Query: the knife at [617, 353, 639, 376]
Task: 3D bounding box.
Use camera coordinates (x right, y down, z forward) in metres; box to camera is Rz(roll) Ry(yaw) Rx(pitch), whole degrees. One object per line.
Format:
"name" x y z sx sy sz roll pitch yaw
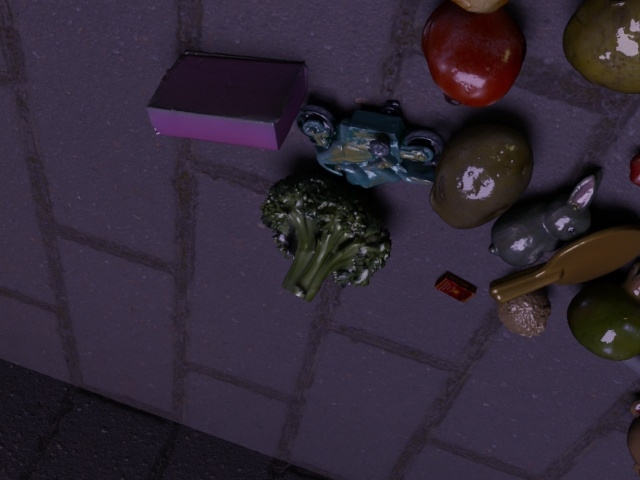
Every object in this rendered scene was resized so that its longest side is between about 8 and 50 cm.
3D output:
"knife" 0.705 0.271 1.937 0.266 0.040 0.073 30 154 -12

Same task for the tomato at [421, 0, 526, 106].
"tomato" 0.242 -0.301 1.337 0.187 0.187 0.151 40 128 -23

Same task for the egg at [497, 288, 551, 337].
"egg" 0.445 0.148 1.846 0.116 0.118 0.140 -12 143 14

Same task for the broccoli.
"broccoli" 0.008 -0.012 1.786 0.288 0.235 0.259 29 109 5

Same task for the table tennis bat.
"table tennis bat" 0.484 0.051 1.646 0.321 0.050 0.198 -21 152 8

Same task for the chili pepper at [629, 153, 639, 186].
"chili pepper" 0.604 -0.122 1.468 0.123 0.070 0.073 0 155 24

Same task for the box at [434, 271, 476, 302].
"box" 0.311 0.108 1.941 0.082 0.023 0.051 29 144 -9

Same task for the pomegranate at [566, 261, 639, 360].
"pomegranate" 0.606 0.150 1.717 0.179 0.179 0.210 23 143 -1

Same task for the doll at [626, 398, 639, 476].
"doll" 0.903 0.478 2.001 0.330 0.174 0.234 -2 107 25

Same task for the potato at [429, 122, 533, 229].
"potato" 0.292 -0.115 1.543 0.178 0.160 0.235 19 131 -13

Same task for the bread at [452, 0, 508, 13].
"bread" 0.275 -0.449 1.166 0.167 0.132 0.294 34 143 -15

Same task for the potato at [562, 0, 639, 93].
"potato" 0.481 -0.306 1.228 0.197 0.148 0.228 23 147 -24

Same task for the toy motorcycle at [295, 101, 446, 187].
"toy motorcycle" 0.097 -0.169 1.633 0.297 0.109 0.198 11 145 16

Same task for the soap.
"soap" -0.169 -0.266 1.583 0.260 0.181 0.081 9 142 15

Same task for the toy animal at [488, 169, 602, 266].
"toy animal" 0.446 -0.037 1.609 0.125 0.127 0.251 38 137 -16
